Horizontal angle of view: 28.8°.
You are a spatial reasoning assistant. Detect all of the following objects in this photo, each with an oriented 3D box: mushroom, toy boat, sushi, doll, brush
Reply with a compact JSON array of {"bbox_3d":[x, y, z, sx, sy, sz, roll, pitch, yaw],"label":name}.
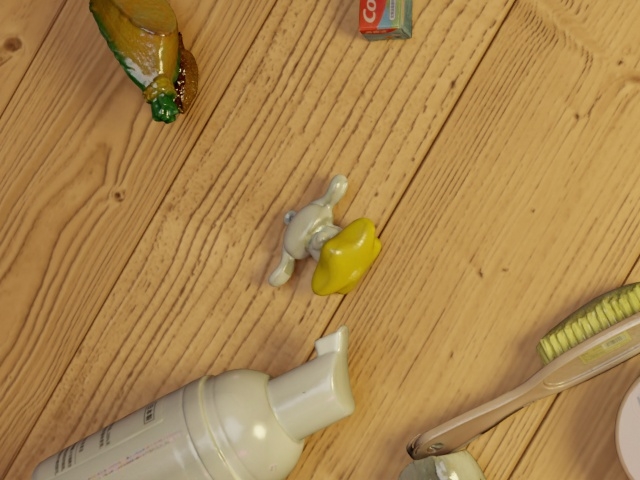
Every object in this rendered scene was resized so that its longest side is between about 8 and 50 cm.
[{"bbox_3d":[0.132,0.322,1.235,0.092,0.081,0.223,-5,82,-1],"label":"mushroom"},{"bbox_3d":[-0.209,-0.228,1.407,0.229,0.089,0.088,56,138,39],"label":"toy boat"},{"bbox_3d":[-0.169,-0.186,1.432,0.050,0.047,0.099,-15,74,19],"label":"sushi"},{"bbox_3d":[-0.004,0.006,1.340,0.135,0.071,0.113,-35,64,16],"label":"doll"},{"bbox_3d":[0.217,0.130,1.251,0.313,0.072,0.067,-33,50,15],"label":"brush"}]

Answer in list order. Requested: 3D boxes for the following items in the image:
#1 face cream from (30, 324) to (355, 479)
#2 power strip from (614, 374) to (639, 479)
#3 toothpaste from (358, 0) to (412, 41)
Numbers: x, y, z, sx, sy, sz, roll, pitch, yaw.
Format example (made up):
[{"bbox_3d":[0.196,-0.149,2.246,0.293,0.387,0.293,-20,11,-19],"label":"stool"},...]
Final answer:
[{"bbox_3d":[-0.112,0.216,1.297,0.370,0.145,0.145,-29,74,14],"label":"face cream"},{"bbox_3d":[0.358,0.184,1.178,0.154,0.078,0.154,-3,80,19],"label":"power strip"},{"bbox_3d":[0.065,-0.318,1.375,0.070,0.044,0.193,0,81,20],"label":"toothpaste"}]
